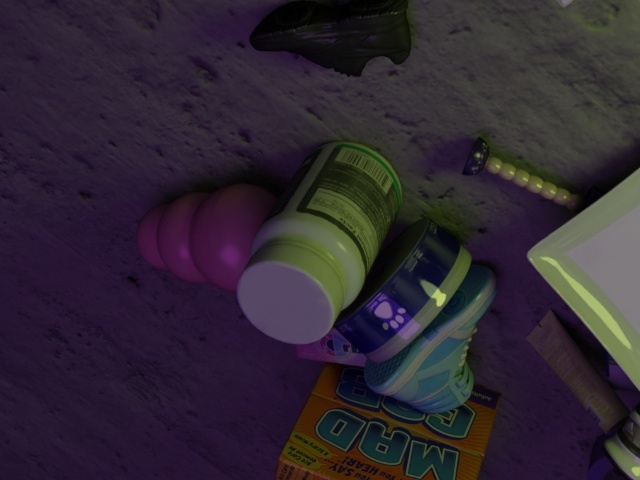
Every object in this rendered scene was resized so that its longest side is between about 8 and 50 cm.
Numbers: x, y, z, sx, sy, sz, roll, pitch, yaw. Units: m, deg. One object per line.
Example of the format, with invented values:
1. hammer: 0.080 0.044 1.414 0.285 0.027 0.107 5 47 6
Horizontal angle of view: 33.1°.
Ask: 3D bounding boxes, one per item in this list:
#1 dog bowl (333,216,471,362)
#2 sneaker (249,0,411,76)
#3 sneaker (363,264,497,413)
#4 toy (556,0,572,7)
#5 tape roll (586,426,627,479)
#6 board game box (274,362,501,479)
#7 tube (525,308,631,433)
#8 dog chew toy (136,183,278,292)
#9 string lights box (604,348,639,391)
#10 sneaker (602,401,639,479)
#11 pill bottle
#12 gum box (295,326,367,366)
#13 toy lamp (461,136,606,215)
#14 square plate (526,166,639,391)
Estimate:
1. dog bowl: 0.143 0.088 1.926 0.104 0.265 0.265 41 130 -6
2. sneaker: 0.016 -0.328 1.781 0.286 0.109 0.130 1 131 26
3. sneaker: 0.253 0.198 2.051 0.319 0.127 0.208 -45 125 14
4. toy: 0.327 -0.468 1.568 0.237 0.056 0.137 40 127 -15
5. tape roll: 0.624 0.459 2.116 0.189 0.080 0.189 12 129 15
6. board game box: 0.120 0.486 2.176 0.356 0.356 0.356 18 130 10
7. tube: 0.475 0.243 1.982 0.070 0.062 0.240 -39 64 4
8. dog chew toy: -0.218 -0.006 2.068 0.331 0.207 0.207 2 126 33
9. string lights box: 0.572 0.150 1.908 0.133 0.077 0.260 2 125 22
10. sneaker: 0.737 0.350 1.900 0.447 0.169 0.258 20 110 -27
11. pill bottle: 0.000 0.000 1.859 0.204 0.361 0.204 12 129 16
12. gum box: 0.044 0.183 2.112 0.188 0.062 0.107 5 127 19
13. toy lamp: 0.377 -0.087 1.816 0.274 0.080 0.080 23 131 5
14. square plate: 0.573 0.048 1.738 0.344 0.049 0.347 -40 90 24
